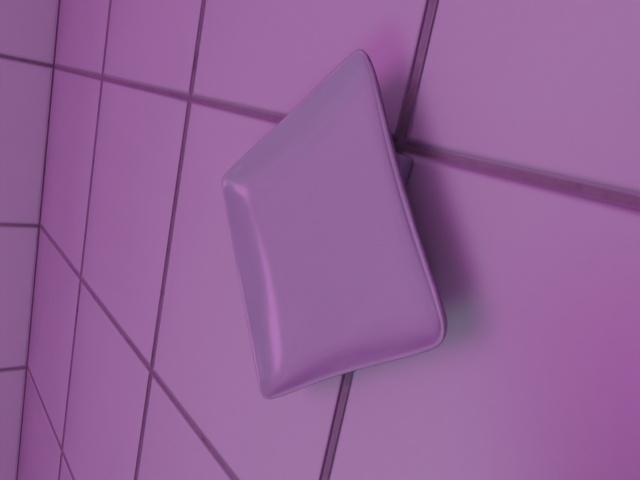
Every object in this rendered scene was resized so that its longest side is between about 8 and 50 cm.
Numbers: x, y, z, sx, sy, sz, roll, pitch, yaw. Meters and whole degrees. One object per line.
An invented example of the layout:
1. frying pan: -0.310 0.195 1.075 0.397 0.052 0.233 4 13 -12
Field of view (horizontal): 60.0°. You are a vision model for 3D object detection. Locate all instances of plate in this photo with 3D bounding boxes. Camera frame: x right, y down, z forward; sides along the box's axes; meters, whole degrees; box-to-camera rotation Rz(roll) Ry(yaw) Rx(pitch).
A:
1. plate: 0.000 0.000 0.567 0.278 0.045 0.278 -32 64 46

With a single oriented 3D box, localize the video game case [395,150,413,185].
1. video game case: 0.003 -0.030 0.617 0.201 0.023 0.184 32 113 48
